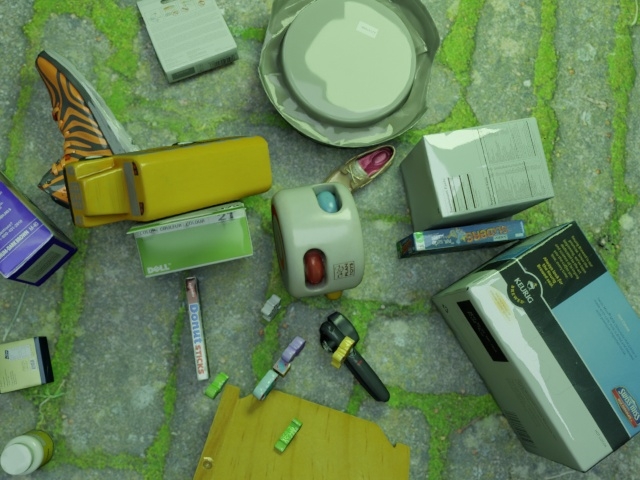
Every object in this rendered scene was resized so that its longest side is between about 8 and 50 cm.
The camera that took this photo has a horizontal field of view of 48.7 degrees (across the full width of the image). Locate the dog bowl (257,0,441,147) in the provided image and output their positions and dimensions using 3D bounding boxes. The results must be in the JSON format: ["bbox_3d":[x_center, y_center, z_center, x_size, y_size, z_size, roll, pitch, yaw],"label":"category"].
[{"bbox_3d":[0.051,-0.332,1.330,0.349,0.102,0.348,1,82,-7],"label":"dog bowl"}]

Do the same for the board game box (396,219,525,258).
[{"bbox_3d":[0.251,-0.001,1.289,0.201,0.136,0.035,-7,83,-7],"label":"board game box"}]

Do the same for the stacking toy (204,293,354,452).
[{"bbox_3d":[-0.069,0.217,1.199,0.167,0.052,0.221,31,67,13],"label":"stacking toy"}]

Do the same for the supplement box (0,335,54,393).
[{"bbox_3d":[-0.512,0.213,1.212,0.083,0.056,0.083,-11,83,-8],"label":"supplement box"}]

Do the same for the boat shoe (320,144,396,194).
[{"bbox_3d":[0.070,-0.131,1.325,0.170,0.059,0.063,-36,87,-10],"label":"boat shoe"}]

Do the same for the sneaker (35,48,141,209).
[{"bbox_3d":[-0.440,-0.173,1.240,0.180,0.124,0.321,-37,88,-11],"label":"sneaker"}]

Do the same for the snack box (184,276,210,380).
[{"bbox_3d":[-0.217,0.156,1.249,0.022,0.064,0.178,-8,83,-6],"label":"snack box"}]

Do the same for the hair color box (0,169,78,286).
[{"bbox_3d":[-0.576,-0.082,1.182,0.339,0.185,0.110,44,80,0],"label":"hair color box"}]

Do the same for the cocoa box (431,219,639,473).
[{"bbox_3d":[0.401,0.177,1.231,0.228,0.231,0.347,-31,87,-10],"label":"cocoa box"}]

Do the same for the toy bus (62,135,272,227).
[{"bbox_3d":[-0.246,-0.102,1.179,0.333,0.130,0.108,-18,108,-44],"label":"toy bus"}]

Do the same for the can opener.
[{"bbox_3d":[0.063,0.217,1.275,0.073,0.059,0.186,-36,87,-10],"label":"can opener"}]

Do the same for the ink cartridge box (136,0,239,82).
[{"bbox_3d":[-0.254,-0.398,1.346,0.145,0.045,0.179,-22,67,-8],"label":"ink cartridge box"}]

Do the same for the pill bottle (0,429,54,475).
[{"bbox_3d":[-0.485,0.351,1.165,0.065,0.116,0.065,1,82,-6],"label":"pill bottle"}]

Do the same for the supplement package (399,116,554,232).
[{"bbox_3d":[0.273,-0.111,1.277,0.203,0.194,0.149,-11,83,-8],"label":"supplement package"}]

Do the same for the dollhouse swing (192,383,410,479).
[{"bbox_3d":[-0.066,0.495,1.223,0.347,0.305,0.315,18,39,-3],"label":"dollhouse swing"}]

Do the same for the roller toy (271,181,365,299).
[{"bbox_3d":[0.000,0.000,1.231,0.146,0.191,0.209,-9,83,-9],"label":"roller toy"}]

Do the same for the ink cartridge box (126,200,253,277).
[{"bbox_3d":[-0.210,0.000,1.168,0.189,0.255,0.097,-12,97,-7],"label":"ink cartridge box"}]
